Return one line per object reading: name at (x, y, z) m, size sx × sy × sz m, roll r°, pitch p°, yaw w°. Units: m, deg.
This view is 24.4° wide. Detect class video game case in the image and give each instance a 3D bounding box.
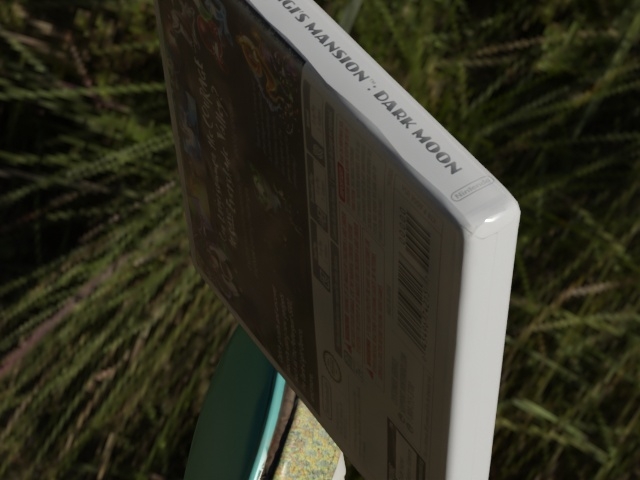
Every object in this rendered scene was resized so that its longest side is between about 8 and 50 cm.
video game case at (0.000, 0.000, 0.494) m, size 0.022 × 0.190 × 0.173 m, roll -29°, pitch 55°, yaw -20°

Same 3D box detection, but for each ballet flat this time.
ballet flat at (-0.041, 0.204, 0.880) m, size 0.123 × 0.123 × 0.348 m, roll 20°, pitch 66°, yaw -6°
